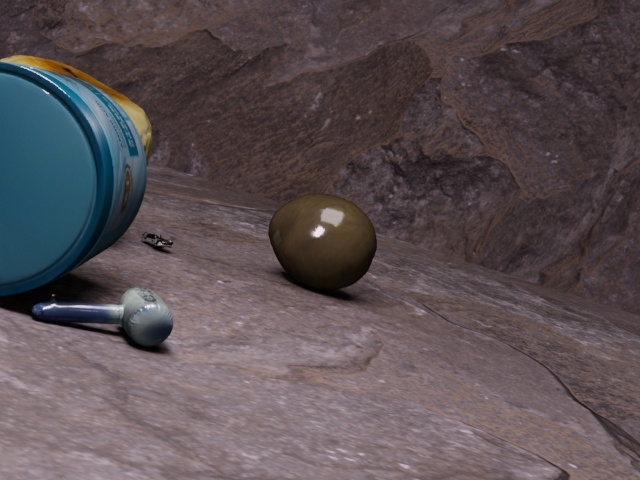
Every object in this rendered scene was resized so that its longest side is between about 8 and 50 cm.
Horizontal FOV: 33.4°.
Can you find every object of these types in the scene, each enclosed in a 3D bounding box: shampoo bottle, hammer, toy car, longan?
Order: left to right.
[{"bbox_3d":[-0.454,-0.100,1.630,0.331,0.331,0.342,17,6,-1],"label":"shampoo bottle"},{"bbox_3d":[-0.311,0.104,1.515,0.194,0.069,0.116,5,12,-23],"label":"hammer"},{"bbox_3d":[-0.348,0.003,2.276,0.041,0.025,0.093,10,7,-37],"label":"toy car"},{"bbox_3d":[0.000,0.000,2.378,0.248,0.248,0.248,17,7,-2],"label":"longan"}]

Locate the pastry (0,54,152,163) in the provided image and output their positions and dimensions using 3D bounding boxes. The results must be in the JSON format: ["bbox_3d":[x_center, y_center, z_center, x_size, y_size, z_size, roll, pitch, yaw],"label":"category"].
[{"bbox_3d":[-0.528,-0.178,2.095,0.389,0.312,0.388,25,14,-7],"label":"pastry"}]
